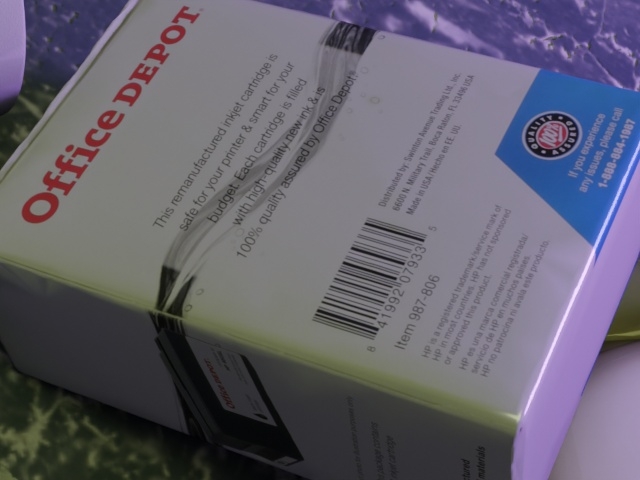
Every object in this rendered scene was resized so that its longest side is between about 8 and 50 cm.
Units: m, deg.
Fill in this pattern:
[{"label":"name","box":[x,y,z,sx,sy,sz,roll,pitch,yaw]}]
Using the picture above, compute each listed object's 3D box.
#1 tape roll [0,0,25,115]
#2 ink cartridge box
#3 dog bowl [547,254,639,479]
[{"label":"tape roll","box":[-0.331,-0.188,0.995,0.169,0.246,0.246,-17,72,-29]},{"label":"ink cartridge box","box":[0.000,0.000,0.984,0.394,0.166,0.285,17,54,20]},{"label":"dog bowl","box":[0.276,0.178,1.035,0.407,0.150,0.408,0,56,1]}]
